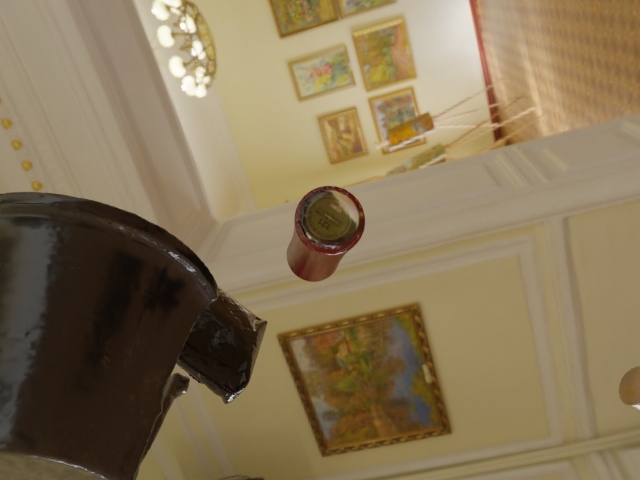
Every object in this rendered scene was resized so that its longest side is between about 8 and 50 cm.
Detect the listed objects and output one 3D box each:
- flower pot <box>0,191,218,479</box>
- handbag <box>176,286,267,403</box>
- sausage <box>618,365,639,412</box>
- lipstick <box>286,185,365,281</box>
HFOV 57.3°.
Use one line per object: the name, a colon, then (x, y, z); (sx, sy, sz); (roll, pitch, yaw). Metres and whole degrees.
flower pot: (-0.298, 0.167, 0.613); (0.251, 0.379, 0.379); (-98, -10, -48)
handbag: (-0.205, 0.152, 1.069); (0.223, 0.080, 0.247); (42, -162, -11)
sausage: (0.540, 0.250, 0.806); (0.066, 0.301, 0.066); (-59, 14, 25)
lipstick: (0.000, 0.000, 0.734); (0.241, 0.080, 0.080); (119, 139, -78)
